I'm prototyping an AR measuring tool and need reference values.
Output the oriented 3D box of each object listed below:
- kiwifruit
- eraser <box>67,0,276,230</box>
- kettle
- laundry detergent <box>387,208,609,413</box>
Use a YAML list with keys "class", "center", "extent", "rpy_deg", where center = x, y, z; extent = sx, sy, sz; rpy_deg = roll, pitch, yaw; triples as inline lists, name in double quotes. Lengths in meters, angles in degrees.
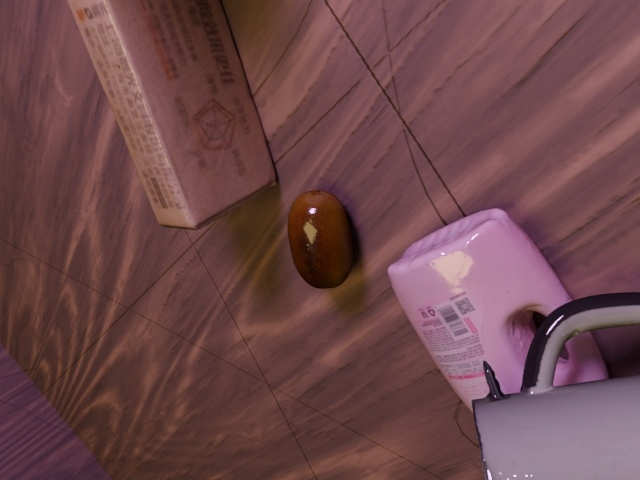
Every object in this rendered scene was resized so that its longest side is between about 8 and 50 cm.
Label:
- class: "kiwifruit"
  center: [0.000, 0.000, 0.740]
  extent: [0.075, 0.075, 0.125]
  rpy_deg: [16, 124, 35]
- class: "eraser"
  center: [-0.167, -0.191, 0.702]
  extent: [0.078, 0.144, 0.344]
  rpy_deg: [5, 120, 43]
- class: "kettle"
  center: [0.255, 0.160, 0.504]
  extent: [0.255, 0.165, 0.240]
  rpy_deg: [-14, 79, 15]
- class: "laundry detergent"
  center: [0.207, 0.135, 0.632]
  extent: [0.159, 0.088, 0.335]
  rpy_deg: [-29, 99, 40]
